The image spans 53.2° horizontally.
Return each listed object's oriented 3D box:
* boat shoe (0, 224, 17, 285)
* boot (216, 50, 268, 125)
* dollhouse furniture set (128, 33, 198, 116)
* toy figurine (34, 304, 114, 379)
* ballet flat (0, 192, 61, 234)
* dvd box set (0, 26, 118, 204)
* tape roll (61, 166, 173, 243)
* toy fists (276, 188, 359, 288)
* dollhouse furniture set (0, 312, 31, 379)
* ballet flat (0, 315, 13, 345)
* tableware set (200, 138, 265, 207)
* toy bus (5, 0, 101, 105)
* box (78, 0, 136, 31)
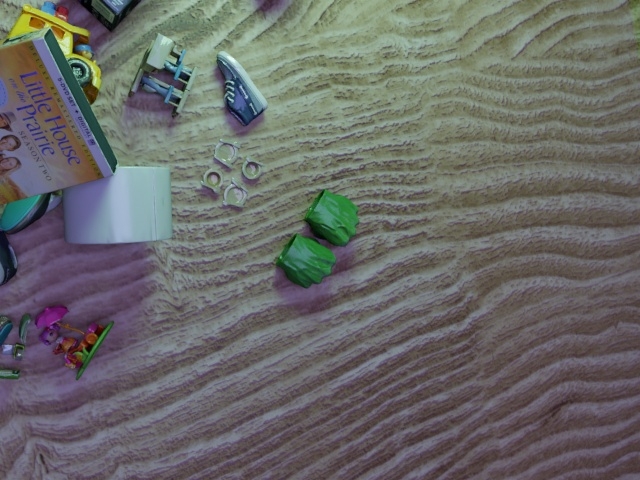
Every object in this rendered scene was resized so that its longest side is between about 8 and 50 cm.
[{"bbox_3d":[-0.786,-0.036,1.436,0.114,0.091,0.302,-14,103,11],"label":"boat shoe"},{"bbox_3d":[-0.223,-0.393,1.660,0.086,0.069,0.190,-47,112,-17],"label":"boot"},{"bbox_3d":[-0.369,-0.389,1.535,0.129,0.183,0.129,23,85,-23],"label":"dollhouse furniture set"},{"bbox_3d":[-0.612,0.229,1.536,0.159,0.130,0.173,32,106,-9],"label":"toy figurine"},{"bbox_3d":[-0.639,-0.133,1.483,0.096,0.095,0.280,37,71,-59],"label":"ballet flat"},{"bbox_3d":[-0.659,-0.213,1.256,0.420,0.062,0.308,-13,127,4],"label":"dvd box set"},{"bbox_3d":[-0.469,-0.085,1.483,0.246,0.246,0.169,-4,95,-23],"label":"tape roll"},{"bbox_3d":[0.000,0.000,1.777,0.142,0.096,0.279,34,82,-12],"label":"toy fists"},{"bbox_3d":[-0.720,0.244,1.490,0.058,0.076,0.152,12,90,-25],"label":"dollhouse furniture set"},{"bbox_3d":[-0.792,0.262,1.475,0.067,0.073,0.206,28,79,5],"label":"ballet flat"},{"bbox_3d":[-0.236,-0.178,1.699,0.141,0.020,0.169,29,82,-23],"label":"tableware set"},{"bbox_3d":[-0.600,-0.442,1.467,0.220,0.149,0.211,21,70,-26],"label":"toy bus"},{"bbox_3d":[-0.448,-0.648,1.491,0.143,0.165,0.270,42,78,-20],"label":"box"}]
